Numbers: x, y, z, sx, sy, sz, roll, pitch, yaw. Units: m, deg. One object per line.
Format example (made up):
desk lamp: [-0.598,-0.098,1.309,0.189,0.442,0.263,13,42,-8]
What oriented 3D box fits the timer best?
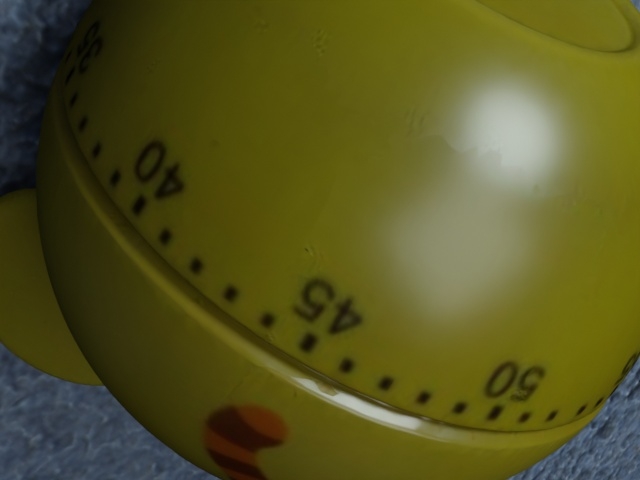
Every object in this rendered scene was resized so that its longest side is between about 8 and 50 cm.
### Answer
timer: [0.000,0.000,0.522,0.376,0.376,0.387,7,131,-33]
